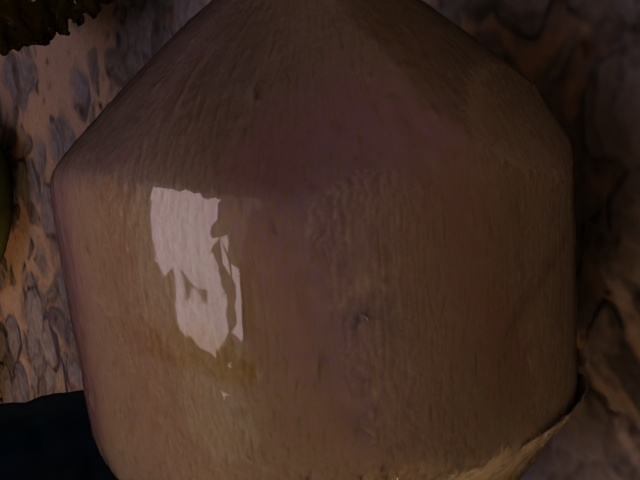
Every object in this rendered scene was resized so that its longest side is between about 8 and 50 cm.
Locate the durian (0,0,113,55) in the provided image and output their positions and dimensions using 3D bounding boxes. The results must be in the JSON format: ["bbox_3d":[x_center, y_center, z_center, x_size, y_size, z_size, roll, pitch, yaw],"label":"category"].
[{"bbox_3d":[-0.238,-0.254,0.779,0.293,0.258,0.258,-27,72,36],"label":"durian"}]

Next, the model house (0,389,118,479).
[{"bbox_3d":[-0.176,0.278,0.623,0.445,0.395,0.400,57,138,44],"label":"model house"}]

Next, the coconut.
[{"bbox_3d":[0.000,0.000,0.474,0.224,0.224,0.234,-11,93,58],"label":"coconut"}]

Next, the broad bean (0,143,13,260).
[{"bbox_3d":[-0.372,-0.037,1.166,0.263,0.121,0.189,165,91,-73],"label":"broad bean"}]
